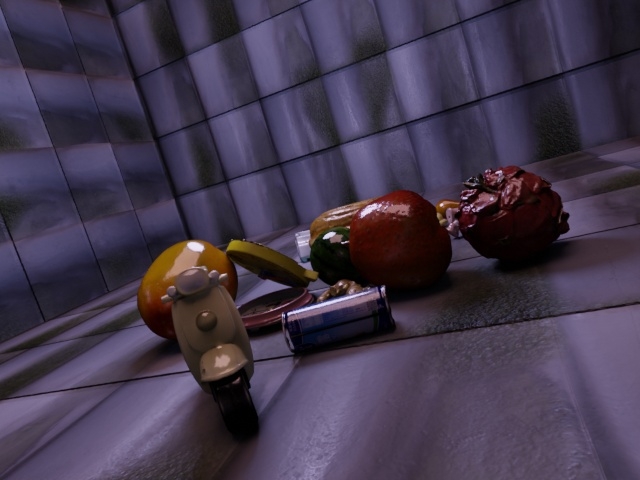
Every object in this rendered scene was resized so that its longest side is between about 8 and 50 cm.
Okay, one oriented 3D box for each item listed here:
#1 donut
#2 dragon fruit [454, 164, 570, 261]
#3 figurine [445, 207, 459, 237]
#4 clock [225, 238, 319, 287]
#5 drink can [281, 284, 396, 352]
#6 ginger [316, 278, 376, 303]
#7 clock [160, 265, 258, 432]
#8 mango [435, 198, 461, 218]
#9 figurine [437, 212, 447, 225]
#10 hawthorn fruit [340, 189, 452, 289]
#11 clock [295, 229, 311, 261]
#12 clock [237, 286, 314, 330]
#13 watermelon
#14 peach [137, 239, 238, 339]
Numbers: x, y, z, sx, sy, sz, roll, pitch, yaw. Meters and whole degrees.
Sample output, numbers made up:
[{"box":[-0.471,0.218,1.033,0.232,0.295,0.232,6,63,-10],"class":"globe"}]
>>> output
[{"box":[0.158,-0.040,1.733,0.448,0.198,0.449,-13,1,0],"class":"donut"},{"box":[0.494,-0.065,1.204,0.298,0.245,0.244,7,8,-4],"class":"dragon fruit"},{"box":[0.562,-0.103,1.647,0.275,0.133,0.200,-20,12,-12],"class":"figurine"},{"box":[-0.161,0.090,1.464,0.293,0.071,0.277,24,-18,-1],"class":"clock"},{"box":[0.040,0.172,1.030,0.235,0.097,0.097,-17,8,6],"class":"drink can"},{"box":[0.075,0.140,1.306,0.193,0.053,0.176,-16,14,14],"class":"ginger"},{"box":[-0.207,0.178,0.902,0.120,0.277,0.379,-21,6,-16],"class":"clock"},{"box":[0.567,-0.127,1.988,0.159,0.084,0.105,12,7,31],"class":"mango"},{"box":[0.423,-0.068,1.930,0.187,0.083,0.083,-10,9,6],"class":"figurine"},{"box":[0.196,0.003,1.253,0.299,0.276,0.275,-5,12,19],"class":"hawthorn fruit"},{"box":[0.000,0.000,2.163,0.231,0.116,0.262,-17,9,-3],"class":"clock"},{"box":[-0.136,0.198,1.341,0.244,0.056,0.244,-17,9,3],"class":"clock"},{"box":[0.071,0.057,1.448,0.214,0.188,0.188,35,37,25],"class":"watermelon"},{"box":[-0.399,0.163,1.419,0.288,0.289,0.308,-12,48,28],"class":"peach"}]
